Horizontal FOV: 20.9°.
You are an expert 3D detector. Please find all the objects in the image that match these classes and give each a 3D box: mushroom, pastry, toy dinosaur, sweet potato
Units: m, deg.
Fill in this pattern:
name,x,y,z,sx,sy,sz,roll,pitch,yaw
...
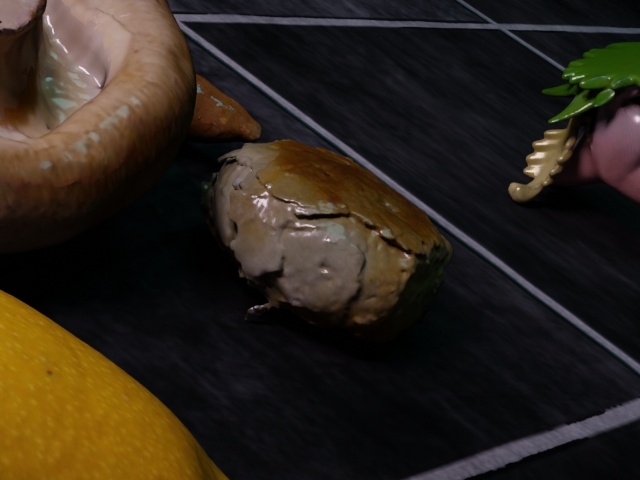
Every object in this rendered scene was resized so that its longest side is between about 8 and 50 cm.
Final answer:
name,x,y,z,sx,sy,sz,roll,pitch,yaw
mushroom,-0.194,-0.106,0.914,0.278,0.146,0.278,16,43,-16
pastry,0.004,-0.004,1.005,0.153,0.081,0.153,19,21,-7
toy dinosaur,0.256,-0.061,1.338,0.194,0.177,0.152,2,21,20
sweet potato,-0.134,-0.101,1.113,0.202,0.058,0.055,16,67,-12

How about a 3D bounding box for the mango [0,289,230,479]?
name,x,y,z,sx,sy,sz,roll,pitch,yaw
mango,-0.173,0.077,0.579,0.359,0.144,0.187,17,36,-35
